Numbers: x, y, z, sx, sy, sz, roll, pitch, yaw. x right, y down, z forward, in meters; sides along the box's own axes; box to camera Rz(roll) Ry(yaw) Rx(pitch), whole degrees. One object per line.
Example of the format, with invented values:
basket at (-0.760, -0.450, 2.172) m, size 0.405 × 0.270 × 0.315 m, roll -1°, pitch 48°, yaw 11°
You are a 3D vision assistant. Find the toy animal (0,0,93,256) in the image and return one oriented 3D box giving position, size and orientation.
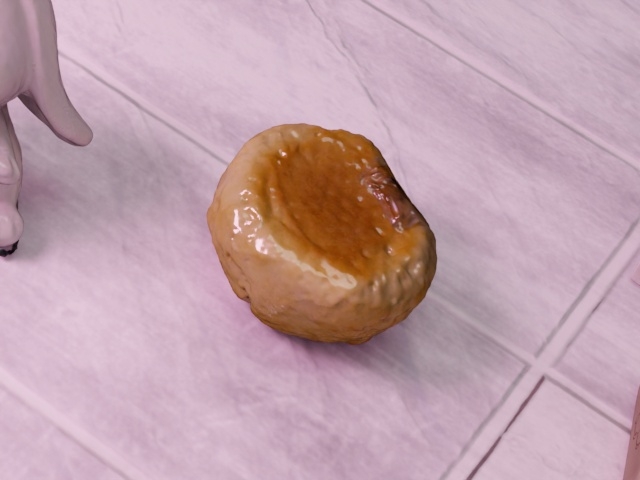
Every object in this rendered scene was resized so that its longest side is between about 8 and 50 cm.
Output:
toy animal at (-0.334, -0.143, 1.345) m, size 0.249 × 0.289 × 0.174 m, roll 34°, pitch 38°, yaw -17°

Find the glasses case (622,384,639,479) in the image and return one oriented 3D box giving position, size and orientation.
glasses case at (0.336, 0.188, 1.393) m, size 0.050 × 0.083 × 0.196 m, roll 24°, pitch 41°, yaw 1°

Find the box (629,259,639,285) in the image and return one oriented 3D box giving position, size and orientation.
box at (0.493, 0.036, 1.527) m, size 0.260 × 0.194 × 0.111 m, roll 41°, pitch 46°, yaw 18°

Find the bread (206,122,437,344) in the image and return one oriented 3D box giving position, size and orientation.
bread at (0.000, 0.000, 1.416) m, size 0.244 × 0.134 × 0.244 m, roll 14°, pitch 44°, yaw -13°
